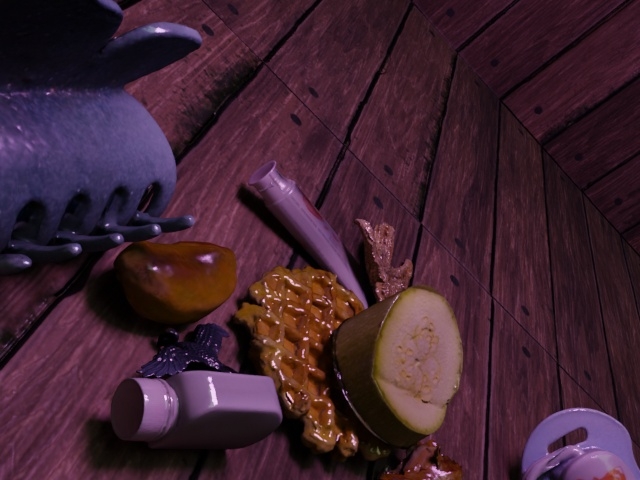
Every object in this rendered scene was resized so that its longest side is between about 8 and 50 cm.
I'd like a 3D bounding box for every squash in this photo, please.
[{"bbox_3d":[0.126,0.188,1.121,0.220,0.133,0.220,33,44,-38],"label":"squash"}]

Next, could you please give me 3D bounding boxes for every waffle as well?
[{"bbox_3d":[0.013,0.177,1.155,0.302,0.068,0.324,-10,67,-57],"label":"waffle"}]

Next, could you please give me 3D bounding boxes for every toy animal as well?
[{"bbox_3d":[-0.153,0.147,0.955,0.108,0.062,0.220,53,16,5],"label":"toy animal"}]

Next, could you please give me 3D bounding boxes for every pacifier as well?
[{"bbox_3d":[0.472,0.458,1.407,0.299,0.244,0.233,63,0,11],"label":"pacifier"}]

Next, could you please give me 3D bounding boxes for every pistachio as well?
[{"bbox_3d":[-0.185,0.053,0.986,0.189,0.100,0.110,-1,78,-57],"label":"pistachio"}]

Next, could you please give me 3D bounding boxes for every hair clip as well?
[{"bbox_3d":[-0.294,-0.097,0.829,0.318,0.392,0.238,-19,98,-61],"label":"hair clip"}]

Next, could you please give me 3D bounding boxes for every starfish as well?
[{"bbox_3d":[0.132,0.089,1.418,0.299,0.060,0.302,40,33,-62],"label":"starfish"}]

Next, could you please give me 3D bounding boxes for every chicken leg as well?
[{"bbox_3d":[0.129,0.344,1.118,0.208,0.085,0.101,4,88,-45],"label":"chicken leg"}]

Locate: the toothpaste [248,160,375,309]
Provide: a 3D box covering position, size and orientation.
[{"bbox_3d":[0.000,0.000,1.336,0.323,0.066,0.100,49,25,-23],"label":"toothpaste"}]

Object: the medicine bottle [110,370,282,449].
[{"bbox_3d":[-0.139,0.192,0.869,0.183,0.119,0.069,14,50,-45],"label":"medicine bottle"}]
